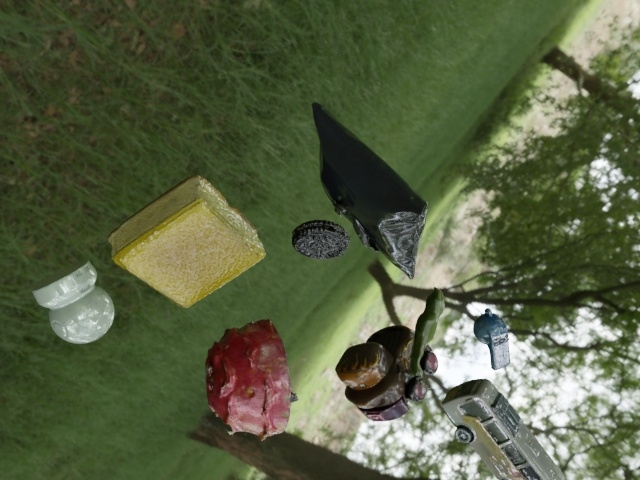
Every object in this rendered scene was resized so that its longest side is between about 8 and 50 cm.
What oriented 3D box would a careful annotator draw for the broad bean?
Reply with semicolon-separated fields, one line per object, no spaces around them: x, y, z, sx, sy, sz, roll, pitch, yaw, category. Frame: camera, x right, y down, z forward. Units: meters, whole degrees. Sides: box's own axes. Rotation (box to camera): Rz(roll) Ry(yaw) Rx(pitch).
0.330;0.295;1.800;0.056;0.098;0.317;-19;-122;62;broad bean

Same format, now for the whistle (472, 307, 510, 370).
0.429;0.240;1.471;0.090;0.090;0.157;-43;128;-52;whistle

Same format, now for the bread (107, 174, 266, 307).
-0.381;0.015;1.691;0.333;0.143;0.323;-32;133;10;bread

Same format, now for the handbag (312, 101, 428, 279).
0.070;-0.070;0.912;0.089;0.254;0.211;-34;153;-13;handbag

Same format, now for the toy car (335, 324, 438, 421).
0.200;0.401;1.898;0.271;0.240;0.340;-19;-152;43;toy car

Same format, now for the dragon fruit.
-0.242;0.446;1.846;0.371;0.249;0.386;-164;-107;-67;dragon fruit

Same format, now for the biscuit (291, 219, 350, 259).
0.000;0.000;1.865;0.194;0.195;0.053;121;-21;-56;biscuit

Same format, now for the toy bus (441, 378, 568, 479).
0.437;0.490;1.382;0.138;0.342;0.097;-40;175;40;toy bus

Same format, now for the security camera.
-0.733;0.200;1.778;0.195;0.236;0.194;-24;-163;8;security camera
